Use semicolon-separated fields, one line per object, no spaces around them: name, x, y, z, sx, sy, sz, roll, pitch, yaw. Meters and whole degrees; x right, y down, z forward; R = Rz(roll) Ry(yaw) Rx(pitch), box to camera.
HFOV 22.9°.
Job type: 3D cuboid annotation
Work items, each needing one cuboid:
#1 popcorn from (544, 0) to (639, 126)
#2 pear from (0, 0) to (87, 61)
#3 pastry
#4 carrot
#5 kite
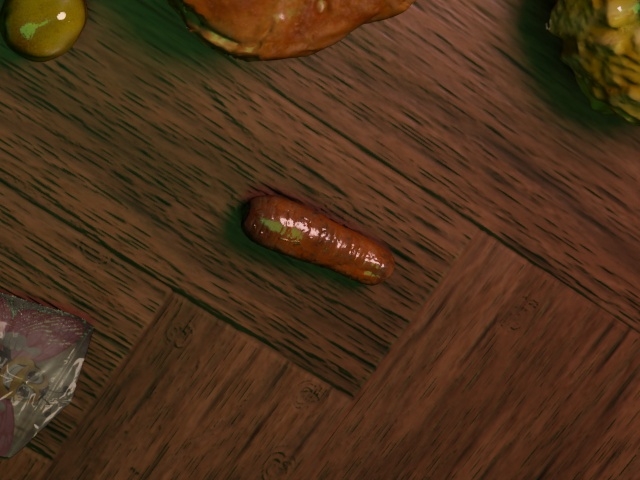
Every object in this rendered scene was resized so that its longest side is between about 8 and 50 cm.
popcorn;0.371;-0.250;1.599;0.282;0.247;0.282;-7;110;-20
pear;-0.287;-0.228;1.612;0.092;0.097;0.092;10;113;25
pastry;-0.021;-0.321;1.573;0.311;0.162;0.255;-19;120;5
carrot;0.000;0.000;1.739;0.186;0.060;0.060;21;105;-15
kite;-0.434;0.097;1.742;0.360;0.022;0.204;31;106;-16
